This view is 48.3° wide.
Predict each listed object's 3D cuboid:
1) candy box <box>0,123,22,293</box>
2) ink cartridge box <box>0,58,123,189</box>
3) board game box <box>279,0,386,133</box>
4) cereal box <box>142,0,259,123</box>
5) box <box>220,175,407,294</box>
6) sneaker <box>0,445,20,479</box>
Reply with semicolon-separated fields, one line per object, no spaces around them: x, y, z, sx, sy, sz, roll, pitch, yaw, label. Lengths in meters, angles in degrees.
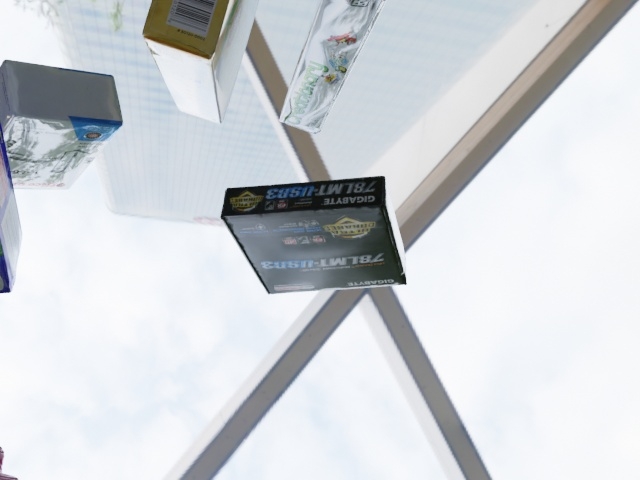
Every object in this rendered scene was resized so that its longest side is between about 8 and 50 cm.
-0.462;-0.073;0.642;0.316;0.122;0.268;-5;-59;-12;candy box
-0.385;-0.149;0.979;0.148;0.203;0.086;-3;-112;-42;ink cartridge box
0.031;-0.254;0.702;0.053;0.305;0.193;19;-109;-7;board game box
-0.069;-0.187;0.510;0.047;0.240;0.173;16;-92;-7;cereal box
0.000;0.000;1.338;0.295;0.293;0.073;-4;-124;12;box
-0.384;0.292;0.757;0.102;0.252;0.111;24;-99;-26;sneaker
